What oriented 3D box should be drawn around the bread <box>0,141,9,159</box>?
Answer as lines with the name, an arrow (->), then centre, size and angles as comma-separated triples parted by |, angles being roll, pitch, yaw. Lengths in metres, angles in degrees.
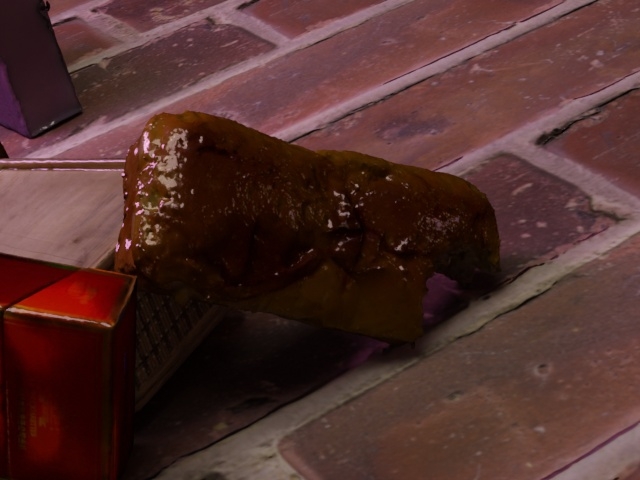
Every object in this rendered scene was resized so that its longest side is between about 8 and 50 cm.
bread -> -0.412, -0.066, 1.577 | 0.106, 0.140, 0.236 | -16, -5, -8

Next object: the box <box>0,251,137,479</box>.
box -> -0.321, 0.104, 1.178 | 0.313, 0.197, 0.089 | 9, 32, 4

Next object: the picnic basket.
picnic basket -> -0.258, 0.047, 1.358 | 0.313, 0.175, 0.228 | 2, 35, 33

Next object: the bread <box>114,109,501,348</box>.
bread -> 0.000, 0.000, 1.254 | 0.380, 0.109, 0.185 | 11, 62, -25

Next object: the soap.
soap -> -0.487, -0.323, 1.943 | 0.107, 0.296, 0.285 | -31, 32, -26
